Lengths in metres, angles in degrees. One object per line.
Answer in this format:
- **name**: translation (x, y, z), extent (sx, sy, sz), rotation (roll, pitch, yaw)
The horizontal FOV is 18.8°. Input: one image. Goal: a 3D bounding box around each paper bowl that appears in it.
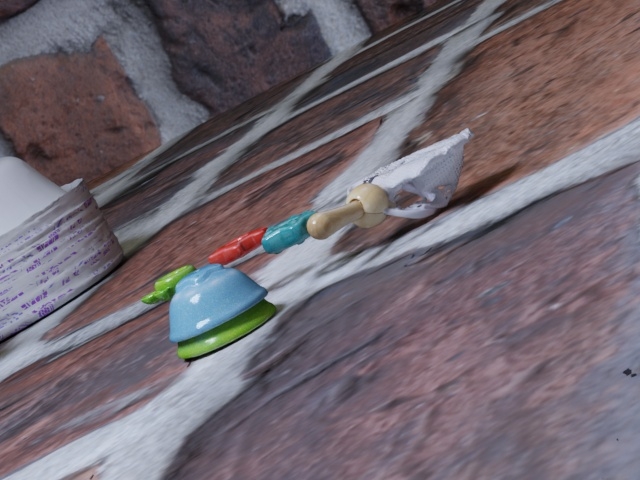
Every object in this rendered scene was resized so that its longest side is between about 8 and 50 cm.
- **paper bowl**: translation (-0.348, 0.022, 1.889), extent (0.284, 0.148, 0.284), rotation (-27, 9, 5)

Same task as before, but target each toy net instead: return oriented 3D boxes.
- **toy net**: translation (0.000, 0.000, 1.230), extent (0.232, 0.045, 0.122), rotation (-28, 6, -9)
